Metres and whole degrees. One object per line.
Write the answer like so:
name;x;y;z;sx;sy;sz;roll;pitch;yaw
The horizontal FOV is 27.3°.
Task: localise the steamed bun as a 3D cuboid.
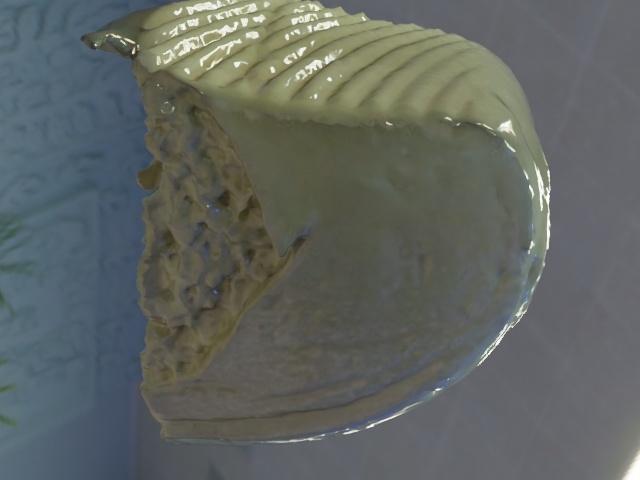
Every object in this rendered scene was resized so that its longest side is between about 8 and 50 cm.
steamed bun;0.000;0.000;0.827;0.273;0.290;0.272;11;-63;8
